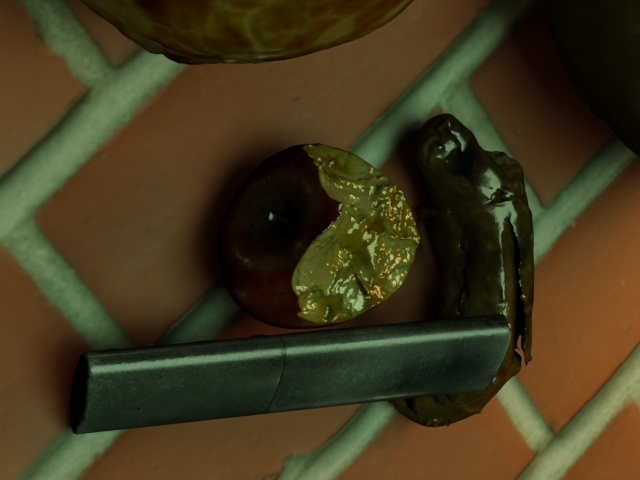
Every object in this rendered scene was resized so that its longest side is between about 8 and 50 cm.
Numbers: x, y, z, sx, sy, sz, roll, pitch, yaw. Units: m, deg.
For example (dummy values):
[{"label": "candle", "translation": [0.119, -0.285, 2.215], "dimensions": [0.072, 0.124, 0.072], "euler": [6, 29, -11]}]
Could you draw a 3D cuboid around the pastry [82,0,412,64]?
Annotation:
[{"label": "pastry", "translation": [-0.035, -0.294, 1.261], "dimensions": [0.388, 0.388, 0.312], "euler": [-23, 73, -29]}]

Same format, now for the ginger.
[{"label": "ginger", "translation": [0.140, 0.030, 1.644], "dimensions": [0.133, 0.107, 0.309], "euler": [1, 103, -11]}]

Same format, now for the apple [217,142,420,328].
[{"label": "apple", "translation": [-0.003, 0.002, 1.512], "dimensions": [0.158, 0.147, 0.156], "euler": [24, 59, -50]}]

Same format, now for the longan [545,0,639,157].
[{"label": "longan", "translation": [0.427, -0.228, 1.605], "dimensions": [0.436, 0.404, 0.404], "euler": [36, 80, -28]}]

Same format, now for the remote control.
[{"label": "remote control", "translation": [-0.024, 0.113, 1.506], "dimensions": [0.377, 0.044, 0.107], "euler": [-4, 140, -19]}]
